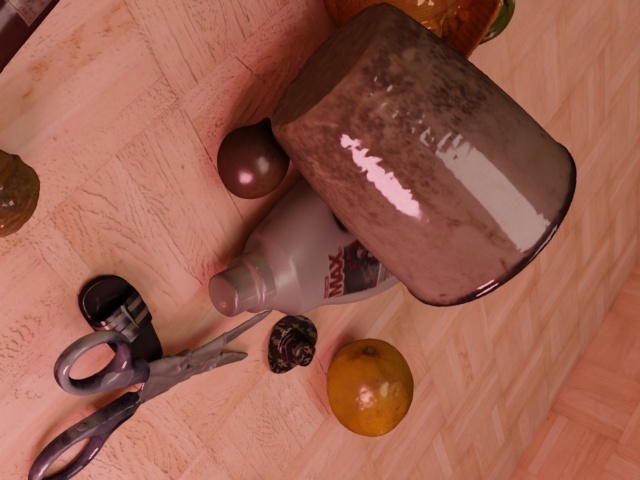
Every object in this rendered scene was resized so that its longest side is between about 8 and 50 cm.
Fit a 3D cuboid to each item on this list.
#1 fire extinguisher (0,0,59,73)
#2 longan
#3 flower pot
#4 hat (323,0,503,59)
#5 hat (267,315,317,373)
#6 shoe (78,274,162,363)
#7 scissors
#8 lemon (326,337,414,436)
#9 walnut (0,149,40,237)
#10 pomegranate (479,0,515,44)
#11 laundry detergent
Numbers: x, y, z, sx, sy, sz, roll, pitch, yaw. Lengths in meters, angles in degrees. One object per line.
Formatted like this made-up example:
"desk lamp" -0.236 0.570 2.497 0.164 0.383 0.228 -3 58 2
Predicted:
"fire extinguisher" -0.284 -0.250 0.638 0.099 0.071 0.231 37 76 -24
"longan" -0.087 -0.110 0.930 0.113 0.092 0.113 -34 137 -40
"flower pot" 0.119 -0.116 0.920 0.330 0.293 0.294 38 75 -24
"hat" 0.086 -0.336 0.962 0.233 0.244 0.234 -8 107 -35
"hat" -0.041 0.184 1.175 0.121 0.050 0.121 -24 125 -40
"shoe" -0.240 0.115 0.890 0.071 0.049 0.179 -46 138 -29
"scissors" -0.206 0.178 0.948 0.383 0.029 0.256 -18 138 -49
"lemon" 0.093 0.275 1.298 0.170 0.170 0.207 -42 140 -30
"walnut" -0.321 -0.046 0.681 0.092 0.092 0.092 -27 128 -42
"pomegranate" 0.249 -0.424 1.175 0.156 0.156 0.220 45 40 -51
"laundry detergent" 0.000 0.000 1.079 0.397 0.124 0.264 -23 125 -41
